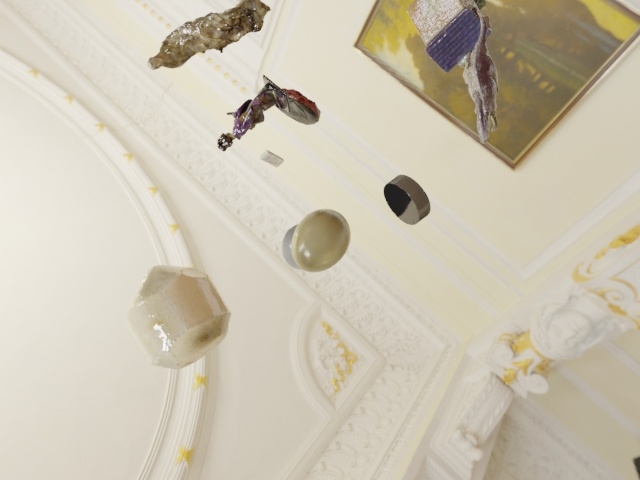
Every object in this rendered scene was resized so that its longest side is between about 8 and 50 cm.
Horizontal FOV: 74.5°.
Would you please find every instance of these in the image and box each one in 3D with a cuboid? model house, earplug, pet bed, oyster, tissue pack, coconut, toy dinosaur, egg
[{"bbox_3d":[0.514,-0.766,1.526,0.312,0.245,0.280,-14,-105,-44],"label":"model house"},{"bbox_3d":[-0.043,0.025,1.717,0.174,0.214,0.325,4,-178,11],"label":"earplug"},{"bbox_3d":[-0.087,-0.492,1.555,0.201,0.054,0.201,23,176,2],"label":"pet bed"},{"bbox_3d":[-0.330,-0.627,1.284,0.204,0.395,0.111,-96,-17,-61],"label":"oyster"},{"bbox_3d":[-0.222,-0.374,1.929,0.108,0.056,0.023,23,-139,-46],"label":"tissue pack"},{"bbox_3d":[-0.371,0.183,1.083,0.237,0.237,0.266,-21,-111,-43],"label":"coconut"},{"bbox_3d":[0.401,-0.379,1.038,0.162,0.077,0.295,9,-111,-66],"label":"toy dinosaur"},{"bbox_3d":[0.000,0.000,1.403,0.186,0.186,0.242,37,-124,5],"label":"egg"}]

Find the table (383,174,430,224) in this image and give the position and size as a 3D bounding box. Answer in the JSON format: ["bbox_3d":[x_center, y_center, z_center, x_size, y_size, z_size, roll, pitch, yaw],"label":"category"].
[{"bbox_3d":[0.226,-0.106,1.113,0.043,0.133,0.133,-37,-109,-16],"label":"table"}]

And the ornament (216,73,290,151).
[{"bbox_3d":[-0.176,-0.296,1.003,0.203,0.088,0.081,-40,-105,-6],"label":"ornament"}]
